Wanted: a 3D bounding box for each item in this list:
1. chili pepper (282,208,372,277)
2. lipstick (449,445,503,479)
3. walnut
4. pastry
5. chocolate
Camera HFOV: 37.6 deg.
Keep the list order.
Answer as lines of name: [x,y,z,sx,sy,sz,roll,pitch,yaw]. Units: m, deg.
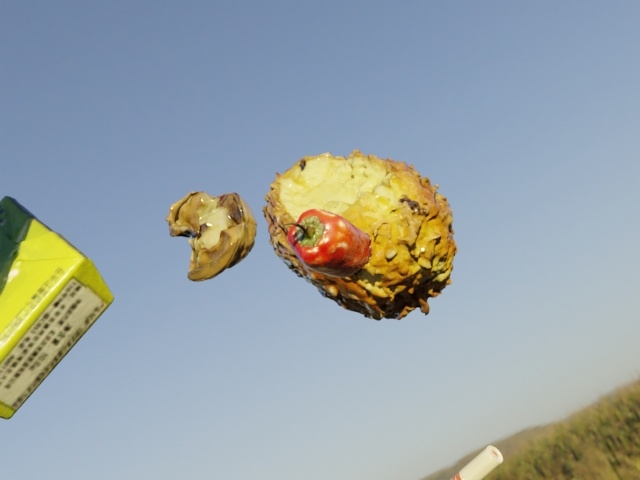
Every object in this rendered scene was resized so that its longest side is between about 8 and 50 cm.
chili pepper: [0.000,0.000,1.320,0.192,0.084,0.086,25,-90,-57]
lipstick: [0.278,0.429,1.721,0.038,0.038,0.131,-1,-41,-52]
walnut: [-0.224,-0.016,2.113,0.204,0.238,0.141,-41,-40,15]
pastry: [0.092,-0.006,1.830,0.292,0.405,0.337,-51,-52,-26]
chocolate: [-0.520,0.113,1.550,0.301,0.288,0.137,-51,-43,-11]
